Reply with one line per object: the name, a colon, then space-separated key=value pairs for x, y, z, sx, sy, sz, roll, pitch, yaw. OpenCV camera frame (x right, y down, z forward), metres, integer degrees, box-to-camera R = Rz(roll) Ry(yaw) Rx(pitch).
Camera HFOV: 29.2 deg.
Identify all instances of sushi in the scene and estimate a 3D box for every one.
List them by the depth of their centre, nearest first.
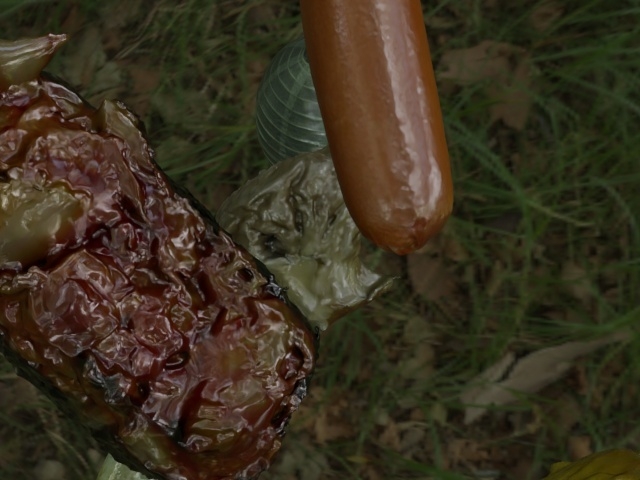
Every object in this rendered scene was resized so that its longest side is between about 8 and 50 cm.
sushi: x=-0.144 y=0.012 z=0.836 sx=0.343 sy=0.182 sz=0.196 roll=44 pitch=65 yaw=-5

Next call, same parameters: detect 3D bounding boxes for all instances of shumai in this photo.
shumai: x=0.000 y=0.000 z=1.311 sx=0.166 sy=0.206 sz=0.176 roll=-10 pitch=71 yaw=-55

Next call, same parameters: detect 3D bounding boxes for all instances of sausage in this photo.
sausage: x=0.033 y=-0.089 z=0.728 sx=0.076 sy=0.076 sz=0.197 roll=-16 pitch=97 yaw=-25

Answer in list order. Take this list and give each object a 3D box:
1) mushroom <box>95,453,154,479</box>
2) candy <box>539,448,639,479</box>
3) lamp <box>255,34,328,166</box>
mushroom: x=-0.146 y=0.184 z=1.400 sx=0.100 sy=0.081 sz=0.312 roll=42 pitch=62 yaw=-19
candy: x=0.227 y=0.264 z=0.823 sx=0.118 sy=0.260 sz=0.260 roll=-29 pitch=100 yaw=-6
lamp: x=0.026 y=-0.167 z=1.635 sx=0.233 sy=0.233 sz=0.265 roll=13 pitch=45 yaw=-24
